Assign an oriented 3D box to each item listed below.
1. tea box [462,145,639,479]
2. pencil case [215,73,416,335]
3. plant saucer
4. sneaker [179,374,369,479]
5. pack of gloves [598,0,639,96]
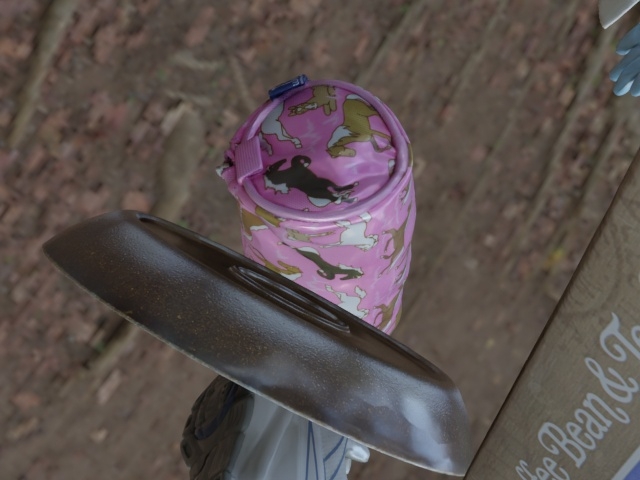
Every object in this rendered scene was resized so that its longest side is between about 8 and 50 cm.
[{"bbox_3d":[0.231,-0.018,0.510,0.323,0.220,0.329,-50,168,-21],"label":"tea box"},{"bbox_3d":[0.000,0.000,1.600,0.160,0.167,0.386,-44,160,-18],"label":"pencil case"},{"bbox_3d":[-0.029,0.056,1.062,0.050,0.311,0.310,-61,157,3],"label":"plant saucer"},{"bbox_3d":[-0.035,0.186,1.036,0.111,0.129,0.297,-41,-162,39],"label":"sneaker"},{"bbox_3d":[0.311,-0.209,1.253,0.232,0.046,0.195,-38,-153,35],"label":"pack of gloves"}]
